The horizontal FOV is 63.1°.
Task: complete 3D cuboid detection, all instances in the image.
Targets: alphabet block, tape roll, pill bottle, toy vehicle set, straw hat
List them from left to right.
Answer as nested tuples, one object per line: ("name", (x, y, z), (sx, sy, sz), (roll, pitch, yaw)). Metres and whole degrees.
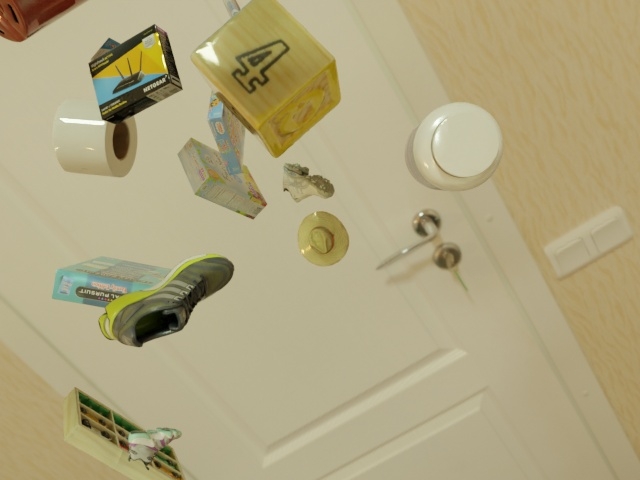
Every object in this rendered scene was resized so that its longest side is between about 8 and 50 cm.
("tape roll", (-0.724, -0.332, 1.692), (0.169, 0.246, 0.246), (6, 30, 3))
("toy vehicle set", (-0.385, 0.403, 1.029), (0.035, 0.267, 0.166), (-50, 27, -11))
("alphabet block", (-0.097, -0.312, 1.011), (0.193, 0.197, 0.192), (-42, -10, 0))
("straw hat", (0.000, 0.000, 1.313), (0.144, 0.144, 0.061), (-31, 1, 11))
("pill bottle", (0.285, -0.198, 1.137), (0.181, 0.181, 0.323), (-33, 3, 7))

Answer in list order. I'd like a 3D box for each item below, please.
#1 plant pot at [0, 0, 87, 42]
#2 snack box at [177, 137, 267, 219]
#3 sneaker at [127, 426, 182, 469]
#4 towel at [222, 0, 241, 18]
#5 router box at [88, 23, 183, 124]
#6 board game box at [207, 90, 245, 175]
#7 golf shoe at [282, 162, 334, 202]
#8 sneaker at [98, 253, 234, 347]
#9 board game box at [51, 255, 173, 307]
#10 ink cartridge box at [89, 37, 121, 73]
("plant pot", (-0.572, -0.553, 1.027), (0.272, 0.272, 0.265), (-7, 44, 50))
("snack box", (-0.259, -0.162, 1.386), (0.070, 0.207, 0.174), (-46, 51, 19))
("sneaker", (-0.298, 0.374, 0.932), (0.038, 0.098, 0.069), (-7, 76, 51))
("towel", (-0.157, -0.459, 1.252), (0.034, 0.209, 0.285), (-27, 48, 0))
("router box", (-0.377, -0.334, 1.058), (0.178, 0.133, 0.046), (-21, -10, 19))
("board game box", (-0.215, -0.282, 1.217), (0.039, 0.160, 0.212), (-8, 48, 5))
("golf shoe", (-0.033, -0.128, 1.294), (0.069, 0.086, 0.176), (-2, 27, -40))
("sneaker", (-0.296, 0.132, 1.089), (0.300, 0.111, 0.121), (-34, 38, -30))
("board game box", (-0.533, 0.118, 1.427), (0.336, 0.253, 0.079), (-144, 65, -84))
("ink cartridge box", (-0.454, -0.398, 1.207), (0.052, 0.122, 0.089), (-45, 23, 53))
